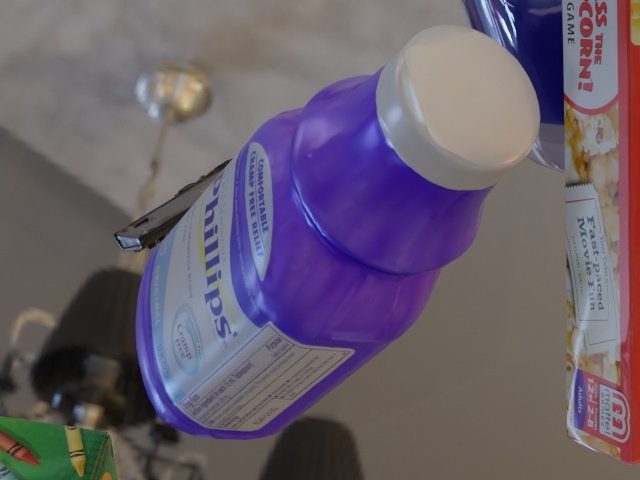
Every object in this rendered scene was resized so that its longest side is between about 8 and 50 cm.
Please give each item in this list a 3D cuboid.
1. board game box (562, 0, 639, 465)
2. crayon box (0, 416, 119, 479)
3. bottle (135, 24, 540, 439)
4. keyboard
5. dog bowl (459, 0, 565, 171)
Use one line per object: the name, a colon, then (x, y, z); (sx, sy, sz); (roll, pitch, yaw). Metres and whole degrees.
board game box: (0.154, -0.032, 0.583); (0.146, 0.045, 0.194); (-6, -80, -22)
crayon box: (-0.223, 0.233, 1.242); (0.165, 0.081, 0.278); (7, -40, 8)
bottle: (0.000, 0.000, 0.799); (0.092, 0.118, 0.283); (6, -26, -25)
keyboard: (-0.077, -0.041, 1.359); (0.023, 0.180, 0.108); (63, -18, -13)
dog bowl: (0.196, -0.140, 0.824); (0.264, 0.265, 0.104); (-14, -67, 27)
